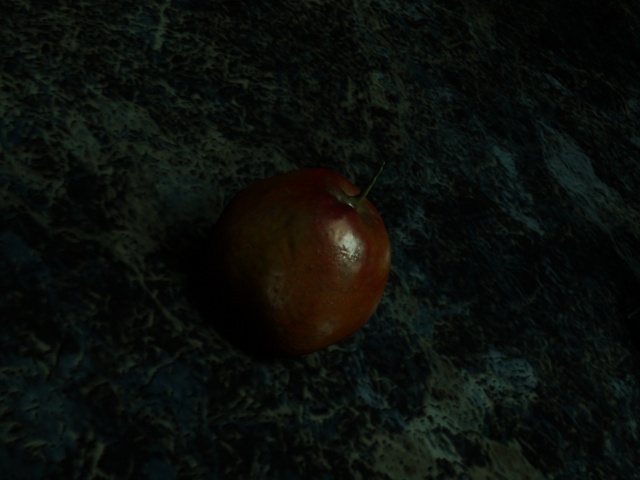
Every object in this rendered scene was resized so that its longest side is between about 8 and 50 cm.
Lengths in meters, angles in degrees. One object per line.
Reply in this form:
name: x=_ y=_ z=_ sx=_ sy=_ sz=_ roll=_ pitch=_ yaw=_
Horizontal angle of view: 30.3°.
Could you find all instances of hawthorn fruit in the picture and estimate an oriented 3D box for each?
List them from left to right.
hawthorn fruit: x=-0.005 y=0.012 z=0.783 sx=0.125 sy=0.140 sz=0.125 roll=64 pitch=4 yaw=-8

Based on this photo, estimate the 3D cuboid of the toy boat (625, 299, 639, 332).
toy boat: x=0.426 y=0.015 z=1.095 sx=0.114 sy=0.296 sz=0.122 roll=29 pitch=33 yaw=-25
